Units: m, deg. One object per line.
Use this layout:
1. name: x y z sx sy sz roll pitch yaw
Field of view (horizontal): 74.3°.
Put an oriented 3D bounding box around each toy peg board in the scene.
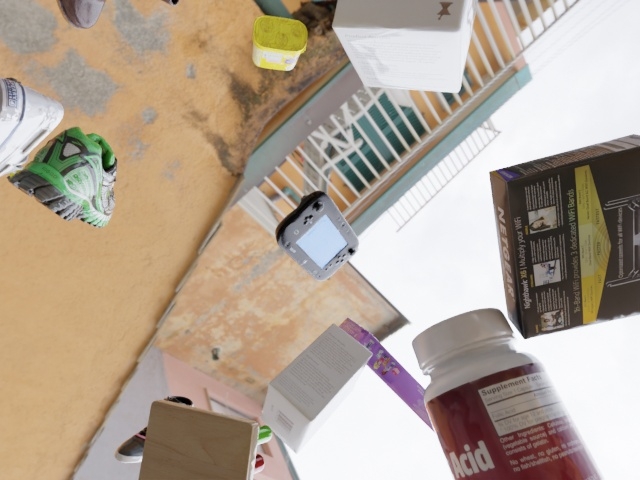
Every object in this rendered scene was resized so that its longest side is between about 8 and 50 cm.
1. toy peg board: -0.139 0.294 0.532 0.161 0.079 0.160 0 -103 27

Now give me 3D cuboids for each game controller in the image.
1. game controller: 0.000 0.000 1.087 0.067 0.319 0.166 34 -98 33

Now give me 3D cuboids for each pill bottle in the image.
1. pill bottle: 0.317 0.332 0.734 0.224 0.224 0.392 -31 -124 21

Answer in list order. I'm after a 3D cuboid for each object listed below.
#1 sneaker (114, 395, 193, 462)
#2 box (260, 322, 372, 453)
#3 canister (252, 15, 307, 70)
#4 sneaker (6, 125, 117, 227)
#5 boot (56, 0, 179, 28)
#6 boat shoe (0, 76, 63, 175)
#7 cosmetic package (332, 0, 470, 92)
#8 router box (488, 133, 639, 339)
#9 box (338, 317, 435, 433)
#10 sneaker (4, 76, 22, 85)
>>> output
1. sneaker: -0.518 0.582 1.341 0.105 0.296 0.146 16 -87 22
2. box: -0.008 0.251 0.731 0.091 0.130 0.170 35 -136 21
3. canister: -0.108 -0.483 1.051 0.170 0.126 0.073 -152 -114 -77
4. sneaker: -0.432 -0.114 0.795 0.146 0.134 0.343 -52 -164 -11
5. boot: -0.324 -0.432 0.690 0.248 0.207 0.090 -59 169 28
6. boat shoe: -0.443 -0.119 0.569 0.258 0.084 0.095 -20 -102 28
7. cosmetic package: 0.266 -0.662 1.213 0.330 0.394 0.327 12 -89 17
8. router box: 0.442 0.002 0.730 0.243 0.308 0.081 -14 -159 6
9. box: 0.168 0.317 1.003 0.057 0.293 0.201 -45 -173 -8
10. sneaker: -0.718 -0.265 0.903 0.234 0.106 0.078 -30 -102 32
